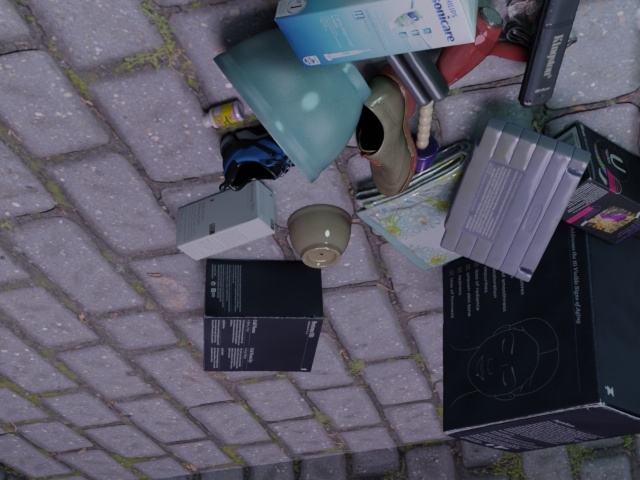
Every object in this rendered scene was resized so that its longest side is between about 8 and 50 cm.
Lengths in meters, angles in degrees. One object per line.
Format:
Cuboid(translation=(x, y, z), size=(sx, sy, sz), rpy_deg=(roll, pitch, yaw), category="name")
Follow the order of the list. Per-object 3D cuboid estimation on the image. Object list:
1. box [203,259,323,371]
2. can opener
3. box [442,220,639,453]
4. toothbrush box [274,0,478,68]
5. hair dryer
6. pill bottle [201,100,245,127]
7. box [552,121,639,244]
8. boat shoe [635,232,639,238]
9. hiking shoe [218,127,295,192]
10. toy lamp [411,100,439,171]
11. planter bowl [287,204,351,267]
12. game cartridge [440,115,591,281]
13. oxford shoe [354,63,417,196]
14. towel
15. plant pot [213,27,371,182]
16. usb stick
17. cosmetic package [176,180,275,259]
Cuboid(translation=(-0.165, 0.216, 2.436), size=(0.313, 0.178, 0.343), rpy_deg=(3, 147, -7), category="box")
Cuboid(translation=(0.133, -0.353, 1.610), size=(0.074, 0.093, 0.280), rpy_deg=(-8, 134, 46), category="can opener")
Cuboid(translation=(0.571, 0.247, 2.203), size=(0.297, 0.479, 0.472), rpy_deg=(20, 151, -32), category="box")
Cuboid(translation=(0.098, -0.413, 1.404), size=(0.296, 0.216, 0.126), rpy_deg=(-2, 150, 23), category="toothbrush box")
Cuboid(translation=(0.337, -0.357, 1.657), size=(0.294, 0.080, 0.223), rpy_deg=(-21, 143, 13), category="hair dryer")
Cuboid(translation=(-0.202, -0.259, 1.823), size=(0.083, 0.043, 0.043), rpy_deg=(-14, 146, 16), category="pill bottle")
Cuboid(translation=(0.625, -0.124, 1.988), size=(0.270, 0.165, 0.143), rpy_deg=(21, 141, -32), category="box")
Cuboid(translation=(0.800, 0.010, 2.302), size=(0.207, 0.073, 0.073), rpy_deg=(13, 146, -11), category="boat shoe")
Cuboid(translation=(-0.072, -0.187, 1.862), size=(0.304, 0.132, 0.113), rpy_deg=(-18, 144, 22), category="hiking shoe")
Cuboid(translation=(0.219, -0.247, 1.850), size=(0.080, 0.080, 0.274), rpy_deg=(-2, 145, -2), category="toy lamp")
Cuboid(translation=(0.000, 0.000, 2.180), size=(0.162, 0.109, 0.162), rpy_deg=(-2, 146, -1), category="planter bowl")
Cuboid(translation=(0.409, -0.086, 1.906), size=(0.230, 0.068, 0.355), rpy_deg=(25, 134, 11), category="game cartridge")
Cuboid(translation=(0.118, -0.202, 1.827), size=(0.123, 0.130, 0.348), rpy_deg=(31, 151, 29), category="oxford shoe")
Cuboid(translation=(0.301, -0.070, 2.116), size=(0.321, 0.090, 0.374), rpy_deg=(-22, 143, 28), category="towel")
Cuboid(translation=(-0.031, -0.280, 1.627), size=(0.196, 0.293, 0.293), rpy_deg=(-39, 140, 4), category="plant pot")
Cuboid(translation=(0.420, -0.359, 1.617), size=(0.077, 0.045, 0.278), rpy_deg=(-24, 145, -20), category="usb stick")
Cuboid(translation=(-0.224, -0.047, 2.082), size=(0.231, 0.117, 0.085), rpy_deg=(-21, 144, 23), category="cosmetic package")
